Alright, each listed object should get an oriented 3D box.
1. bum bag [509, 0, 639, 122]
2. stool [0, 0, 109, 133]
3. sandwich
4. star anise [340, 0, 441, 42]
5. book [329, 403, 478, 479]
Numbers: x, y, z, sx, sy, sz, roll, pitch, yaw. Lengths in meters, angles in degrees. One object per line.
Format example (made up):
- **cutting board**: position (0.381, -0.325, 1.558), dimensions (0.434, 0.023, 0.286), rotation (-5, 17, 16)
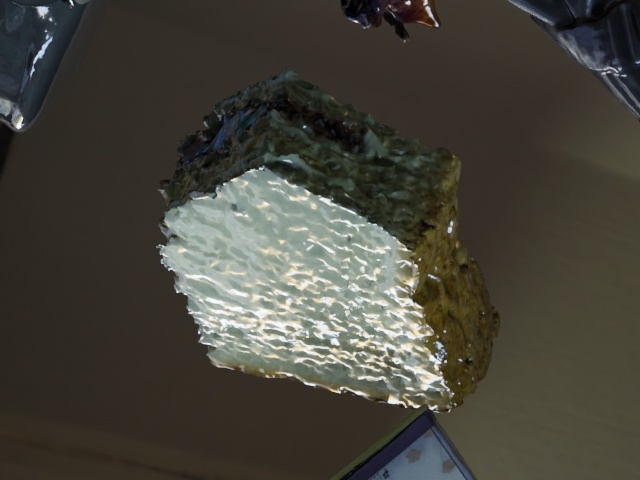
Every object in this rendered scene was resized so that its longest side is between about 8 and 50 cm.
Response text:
- **bum bag**: position (0.137, -0.188, 1.013), dimensions (0.095, 0.340, 0.144), rotation (-27, -155, 49)
- **stool**: position (-0.208, -0.179, 1.135), dimensions (0.228, 0.139, 0.153), rotation (-60, -175, 48)
- **sandwich**: position (0.000, 0.000, 1.492), dimensions (0.325, 0.262, 0.131), rotation (71, 37, -49)
- **star anise**: position (0.029, -0.220, 1.249), dimensions (0.057, 0.168, 0.168), rotation (-32, -135, 46)
- **book**: position (0.095, 0.277, 1.457), dimensions (0.157, 0.231, 0.026), rotation (-37, -168, -14)
